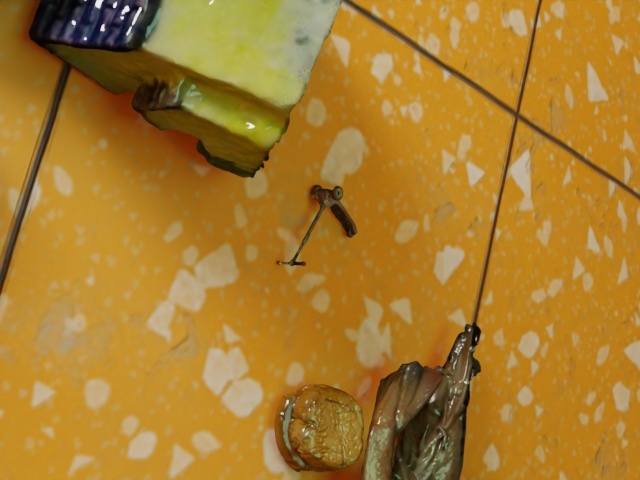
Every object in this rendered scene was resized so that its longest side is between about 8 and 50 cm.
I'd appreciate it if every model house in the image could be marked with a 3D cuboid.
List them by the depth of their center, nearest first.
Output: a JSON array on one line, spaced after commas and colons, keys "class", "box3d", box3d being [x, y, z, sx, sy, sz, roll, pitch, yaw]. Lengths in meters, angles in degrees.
[{"class": "model house", "box3d": [-0.099, -0.176, 0.743, 0.211, 0.170, 0.194, 23, 79, -10]}]

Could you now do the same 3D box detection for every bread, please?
[{"class": "bread", "box3d": [0.001, 0.161, 0.862, 0.083, 0.046, 0.081, -29, 103, -36]}]

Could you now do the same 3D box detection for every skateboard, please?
[{"class": "skateboard", "box3d": [0.000, 0.000, 0.876, 0.083, 0.032, 0.064, -59, 135, -29]}]

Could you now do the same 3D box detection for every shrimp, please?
[{"class": "shrimp", "box3d": [0.081, 0.179, 0.916, 0.145, 0.059, 0.254, 31, 69, -46]}]
